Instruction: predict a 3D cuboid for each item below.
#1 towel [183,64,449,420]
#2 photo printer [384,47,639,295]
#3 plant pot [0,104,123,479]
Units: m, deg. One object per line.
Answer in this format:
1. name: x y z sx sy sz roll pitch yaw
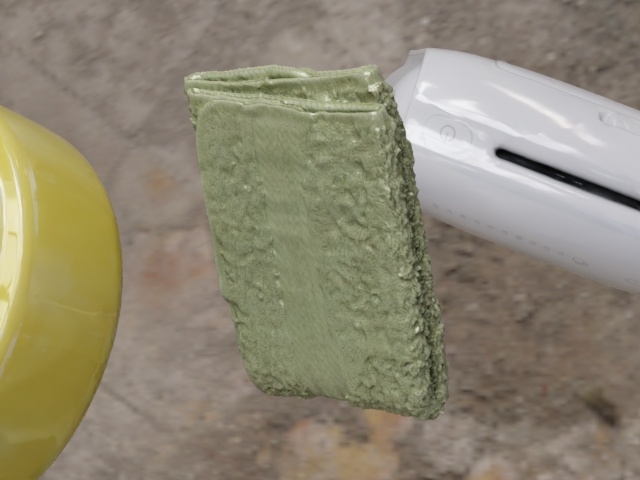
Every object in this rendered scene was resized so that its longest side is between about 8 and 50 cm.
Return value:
1. towel: 0.000 0.000 0.793 0.027 0.110 0.148 -30 117 -43
2. photo printer: 0.155 -0.043 1.284 0.256 0.307 0.107 21 94 -3
3. plant pot: -0.279 0.016 1.081 0.239 0.254 0.254 25 74 -48
